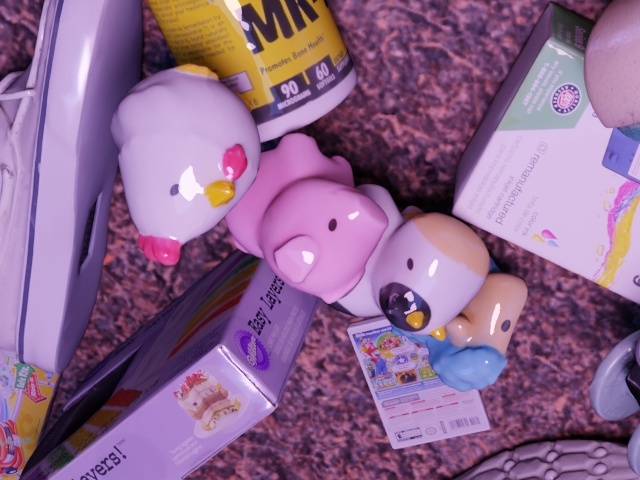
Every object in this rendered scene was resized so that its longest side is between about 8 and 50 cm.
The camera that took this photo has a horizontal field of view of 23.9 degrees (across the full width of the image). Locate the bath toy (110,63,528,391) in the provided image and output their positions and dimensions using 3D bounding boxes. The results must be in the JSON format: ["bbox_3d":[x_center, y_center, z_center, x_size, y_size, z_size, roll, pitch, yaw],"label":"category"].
[{"bbox_3d":[0.000,0.000,1.054,0.151,0.129,0.348,-16,148,41],"label":"bath toy"}]

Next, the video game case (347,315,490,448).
[{"bbox_3d":[0.083,0.113,1.256,0.087,0.011,0.122,-14,113,17],"label":"video game case"}]

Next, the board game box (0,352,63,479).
[{"bbox_3d":[-0.291,0.147,1.329,0.103,0.026,0.154,20,117,0],"label":"board game box"}]

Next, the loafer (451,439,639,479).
[{"bbox_3d":[0.140,0.254,1.266,0.319,0.112,0.111,-21,116,26],"label":"loafer"}]

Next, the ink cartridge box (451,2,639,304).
[{"bbox_3d":[0.224,-0.052,1.106,0.212,0.093,0.154,26,117,-5],"label":"ink cartridge box"}]

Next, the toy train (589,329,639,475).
[{"bbox_3d":[0.323,0.127,1.090,0.190,0.142,0.334,-42,136,-5],"label":"toy train"}]

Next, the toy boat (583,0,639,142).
[{"bbox_3d":[0.326,-0.171,0.942,0.148,0.318,0.267,50,157,-7],"label":"toy boat"}]

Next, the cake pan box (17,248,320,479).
[{"bbox_3d":[-0.118,0.116,1.163,0.267,0.245,0.070,-38,100,25],"label":"cake pan box"}]

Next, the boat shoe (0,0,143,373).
[{"bbox_3d":[-0.239,-0.068,1.169,0.156,0.136,0.367,18,127,4],"label":"boat shoe"}]

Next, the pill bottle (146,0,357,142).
[{"bbox_3d":[-0.065,-0.183,1.078,0.119,0.119,0.208,-18,112,18],"label":"pill bottle"}]
